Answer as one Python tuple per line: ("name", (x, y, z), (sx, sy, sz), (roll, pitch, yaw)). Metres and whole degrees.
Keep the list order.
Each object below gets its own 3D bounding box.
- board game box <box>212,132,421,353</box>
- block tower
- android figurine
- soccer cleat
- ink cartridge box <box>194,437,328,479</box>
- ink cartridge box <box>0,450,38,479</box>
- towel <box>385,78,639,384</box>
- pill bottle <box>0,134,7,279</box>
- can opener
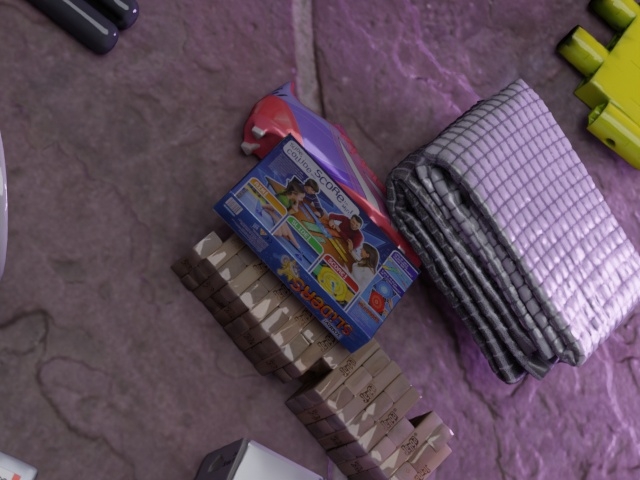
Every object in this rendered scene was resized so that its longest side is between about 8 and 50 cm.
("board game box", (0.000, 0.000, 1.486), (0.201, 0.035, 0.136), (47, 40, -4))
("block tower", (-0.004, 0.119, 1.512), (0.097, 0.091, 0.335), (-42, 92, -27))
("android figurine", (0.420, -0.187, 1.787), (0.273, 0.056, 0.248), (41, 64, -4))
("soccer cleat", (0.026, -0.069, 1.588), (0.248, 0.083, 0.095), (40, 60, -3))
("ink cartridge box", (-0.020, 0.282, 1.423), (0.208, 0.153, 0.087), (30, 67, -10))
("ink cartridge box", (-0.372, 0.240, 1.360), (0.179, 0.045, 0.145), (29, 66, -14))
("towel", (0.214, -0.006, 1.588), (0.283, 0.121, 0.235), (56, 39, -3))
("pill bottle", (-0.492, -0.030, 1.291), (0.408, 0.229, 0.229), (-4, 76, -22))
("can opener", (-0.309, -0.312, 1.518), (0.283, 0.095, 0.076), (39, 66, -6))
